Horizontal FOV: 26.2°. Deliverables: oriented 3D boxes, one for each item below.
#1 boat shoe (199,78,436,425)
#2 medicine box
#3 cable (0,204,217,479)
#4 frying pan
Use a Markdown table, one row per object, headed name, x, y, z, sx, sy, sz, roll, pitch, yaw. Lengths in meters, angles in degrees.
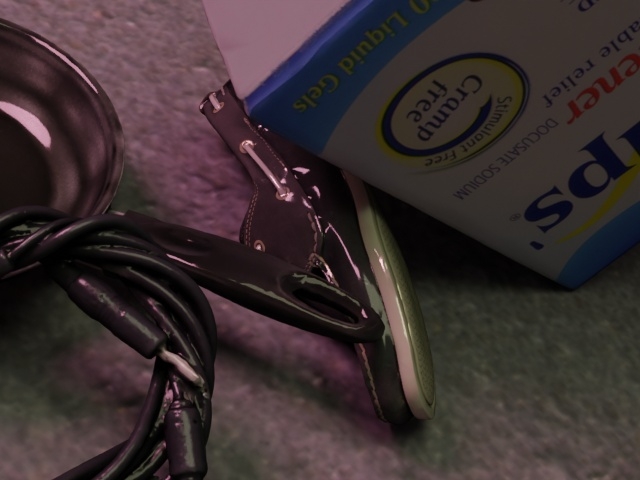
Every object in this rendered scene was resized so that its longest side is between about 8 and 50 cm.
| name | x | y | z | sx | sy | sz | roll | pitch | yaw |
| --- | --- | --- | --- | --- | --- | --- | --- | --- | --- |
| boat shoe | 0.000 | 0.000 | 0.726 | 0.079 | 0.084 | 0.233 | -25 | 61 | 5 |
| medicine box | 0.127 | -0.140 | 0.695 | 0.289 | 0.263 | 0.149 | 25 | 34 | -43 |
| cable | -0.135 | 0.056 | 0.580 | 0.184 | 0.047 | 0.151 | 5 | 74 | -8 |
| frying pan | -0.134 | -0.036 | 0.691 | 0.326 | 0.053 | 0.197 | 9 | 47 | -11 |
